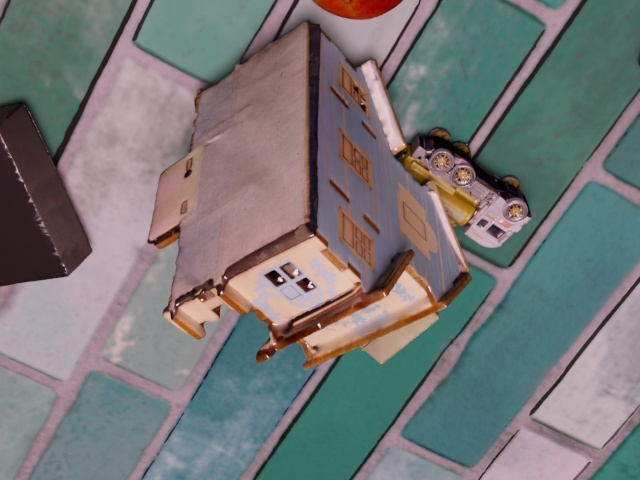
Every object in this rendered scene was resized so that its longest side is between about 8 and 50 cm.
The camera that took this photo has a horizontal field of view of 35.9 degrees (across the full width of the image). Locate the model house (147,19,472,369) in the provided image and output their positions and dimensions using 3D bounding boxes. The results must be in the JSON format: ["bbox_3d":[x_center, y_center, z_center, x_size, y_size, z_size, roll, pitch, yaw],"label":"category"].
[{"bbox_3d":[0.000,0.000,0.753,0.178,0.271,0.206,-31,128,24],"label":"model house"}]

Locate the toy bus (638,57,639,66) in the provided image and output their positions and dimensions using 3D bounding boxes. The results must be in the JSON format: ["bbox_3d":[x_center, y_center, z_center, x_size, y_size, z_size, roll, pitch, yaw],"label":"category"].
[{"bbox_3d":[0.293,-0.181,0.758,0.060,0.075,0.123,4,116,-3],"label":"toy bus"}]

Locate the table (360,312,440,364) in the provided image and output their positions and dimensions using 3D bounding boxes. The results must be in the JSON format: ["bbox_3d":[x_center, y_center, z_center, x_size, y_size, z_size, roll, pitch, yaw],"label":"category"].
[{"bbox_3d":[0.050,0.049,0.877,0.079,0.062,0.083,-41,110,19],"label":"table"}]

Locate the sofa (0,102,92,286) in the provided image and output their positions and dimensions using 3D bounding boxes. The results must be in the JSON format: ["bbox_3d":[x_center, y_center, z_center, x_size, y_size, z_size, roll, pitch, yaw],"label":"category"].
[{"bbox_3d":[-0.263,-0.039,0.840,0.085,0.060,0.147,-10,118,21],"label":"sofa"}]

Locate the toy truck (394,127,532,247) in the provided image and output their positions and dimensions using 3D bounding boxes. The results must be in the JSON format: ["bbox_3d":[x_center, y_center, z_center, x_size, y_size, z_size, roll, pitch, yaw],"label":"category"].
[{"bbox_3d":[0.116,-0.043,0.838,0.123,0.052,0.063,32,116,-14],"label":"toy truck"}]

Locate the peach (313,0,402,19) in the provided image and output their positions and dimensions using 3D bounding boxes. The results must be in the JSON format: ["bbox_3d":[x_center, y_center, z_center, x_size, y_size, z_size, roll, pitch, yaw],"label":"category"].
[{"bbox_3d":[0.027,-0.210,0.728,0.100,0.101,0.101,0,116,-1],"label":"peach"}]
